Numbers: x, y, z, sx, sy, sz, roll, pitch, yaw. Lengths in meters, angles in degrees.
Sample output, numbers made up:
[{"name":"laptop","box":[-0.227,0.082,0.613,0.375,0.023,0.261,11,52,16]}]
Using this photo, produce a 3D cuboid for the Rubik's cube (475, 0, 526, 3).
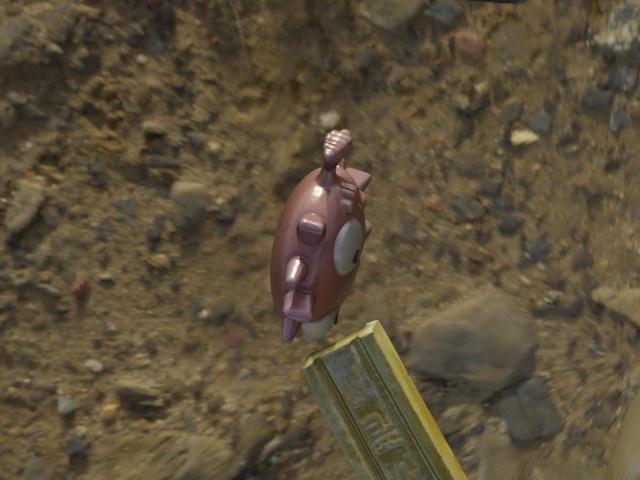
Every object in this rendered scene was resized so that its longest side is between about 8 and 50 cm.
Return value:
[{"name":"Rubik's cube","box":[0.130,-0.539,1.570,0.363,0.359,0.362,8,54,27]}]

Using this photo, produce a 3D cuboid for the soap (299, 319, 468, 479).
[{"name":"soap","box":[0.076,0.206,1.215,0.092,0.037,0.252,-31,87,23]}]

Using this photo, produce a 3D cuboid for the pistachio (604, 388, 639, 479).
[{"name":"pistachio","box":[0.307,0.172,1.014,0.137,0.153,0.238,24,90,-15]}]

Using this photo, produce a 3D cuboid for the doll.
[{"name":"doll","box":[0.000,0.000,1.300,0.093,0.211,0.262,17,123,9]}]
